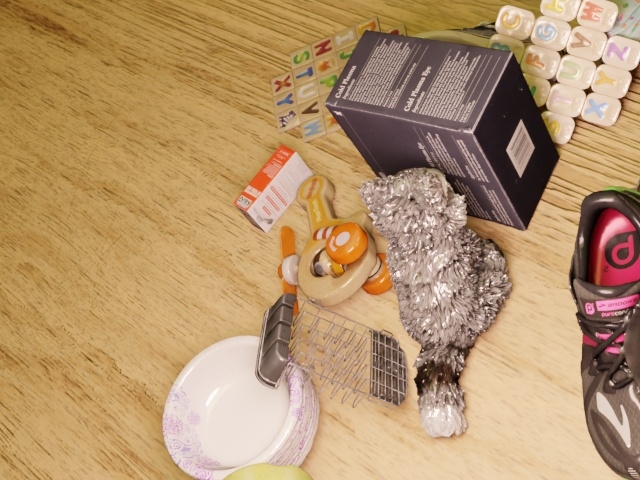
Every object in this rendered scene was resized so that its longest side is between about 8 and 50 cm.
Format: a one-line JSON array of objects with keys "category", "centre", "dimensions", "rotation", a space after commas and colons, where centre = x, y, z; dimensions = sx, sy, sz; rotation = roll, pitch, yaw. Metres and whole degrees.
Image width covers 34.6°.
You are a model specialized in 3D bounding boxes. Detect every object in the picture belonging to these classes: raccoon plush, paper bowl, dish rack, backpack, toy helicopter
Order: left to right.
[{"category": "paper bowl", "centre": [-0.136, 0.330, 1.896], "dimensions": [0.284, 0.148, 0.284], "rotation": [-14, 54, 21]}, {"category": "toy helicopter", "centre": [0.000, 0.000, 2.075], "dimensions": [0.235, 0.140, 0.355], "rotation": [-34, 39, 16]}, {"category": "dish rack", "centre": [0.027, 0.209, 1.841], "dimensions": [0.208, 0.272, 0.074], "rotation": [-84, 20, -54]}, {"category": "raccoon plush", "centre": [0.200, 0.080, 1.771], "dimensions": [0.216, 0.299, 0.446], "rotation": [-19, 54, 19]}, {"category": "backpack", "centre": [0.596, -0.419, 1.983], "dimensions": [0.182, 0.115, 0.152], "rotation": [-49, 23, -8]}]

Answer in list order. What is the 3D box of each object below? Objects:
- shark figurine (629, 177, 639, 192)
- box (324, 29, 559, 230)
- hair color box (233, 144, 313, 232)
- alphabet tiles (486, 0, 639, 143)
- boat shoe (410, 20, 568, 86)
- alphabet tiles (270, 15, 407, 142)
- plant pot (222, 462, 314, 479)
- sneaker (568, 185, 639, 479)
[{"category": "shark figurine", "centre": [0.579, -0.050, 1.781], "dimensions": [0.166, 0.116, 0.278], "rotation": [-10, 54, 25]}, {"category": "box", "centre": [0.234, -0.205, 1.913], "dimensions": [0.312, 0.343, 0.179], "rotation": [16, 70, 34]}, {"category": "hair color box", "centre": [-0.100, -0.110, 2.195], "dimensions": [0.053, 0.093, 0.167], "rotation": [29, 76, 39]}, {"category": "alphabet tiles", "centre": [0.450, -0.329, 1.941], "dimensions": [0.278, 0.284, 0.021], "rotation": [18, 23, 3]}, {"category": "boat shoe", "centre": [0.314, -0.377, 2.052], "dimensions": [0.341, 0.127, 0.158], "rotation": [5, 34, -10]}, {"category": "alphabet tiles", "centre": [0.047, -0.369, 2.336], "dimensions": [0.343, 0.011, 0.285], "rotation": [-20, 53, 16]}, {"category": "plant pot", "centre": [-0.082, 0.519, 1.694], "dimensions": [0.276, 0.276, 0.254], "rotation": [-25, 41, 12]}, {"category": "sneaker", "centre": [0.466, 0.142, 1.624], "dimensions": [0.185, 0.202, 0.482], "rotation": [-16, 68, 34]}]
